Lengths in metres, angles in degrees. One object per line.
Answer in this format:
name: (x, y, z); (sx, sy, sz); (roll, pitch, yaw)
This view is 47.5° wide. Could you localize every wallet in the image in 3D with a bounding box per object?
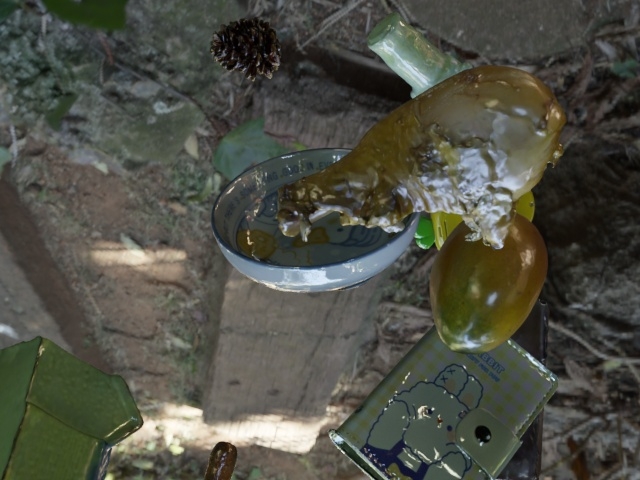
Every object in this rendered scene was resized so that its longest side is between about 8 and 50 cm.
wallet: (0.192, 0.256, 1.095); (0.223, 0.309, 0.077); (43, 151, 8)

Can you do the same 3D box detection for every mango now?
mango: (0.192, 0.043, 0.834); (0.120, 0.221, 0.152); (31, 111, 3)

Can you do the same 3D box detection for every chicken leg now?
chicken leg: (0.063, -0.041, 0.485); (0.207, 0.085, 0.101); (-21, 118, 26)

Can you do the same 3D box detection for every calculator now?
calculator: (0.278, -0.040, 1.313); (0.234, 0.032, 0.146); (-17, 112, -9)

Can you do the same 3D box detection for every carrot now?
carrot: (-0.175, 0.415, 1.155); (0.047, 0.191, 0.047); (13, 155, 6)

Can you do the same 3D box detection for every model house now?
model house: (-0.337, 0.257, 0.881); (0.195, 0.214, 0.189); (-23, 139, 33)

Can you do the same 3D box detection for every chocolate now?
chocolate: (0.349, 0.254, 1.278); (0.111, 0.321, 0.112); (1, 173, 27)

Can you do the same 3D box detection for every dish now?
dish: (0.000, 0.000, 0.976); (0.273, 0.273, 0.134); (1, 127, 12)

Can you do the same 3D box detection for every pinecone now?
pinecone: (-0.118, -0.304, 1.143); (0.109, 0.102, 0.102); (11, 139, -20)

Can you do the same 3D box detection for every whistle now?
whistle: (0.154, -0.146, 0.784); (0.258, 0.067, 0.126); (36, 149, -26)
